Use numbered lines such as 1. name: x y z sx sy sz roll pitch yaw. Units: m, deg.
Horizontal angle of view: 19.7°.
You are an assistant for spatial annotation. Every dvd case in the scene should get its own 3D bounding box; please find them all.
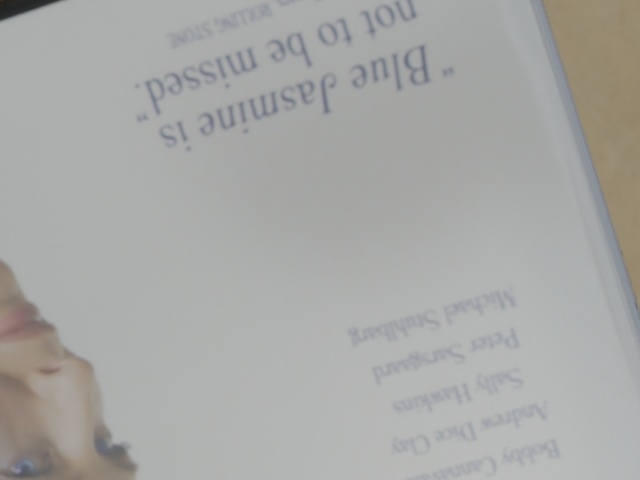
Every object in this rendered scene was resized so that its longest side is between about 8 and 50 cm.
1. dvd case: -0.011 0.061 0.402 0.022 0.180 0.253 -69 141 -74
